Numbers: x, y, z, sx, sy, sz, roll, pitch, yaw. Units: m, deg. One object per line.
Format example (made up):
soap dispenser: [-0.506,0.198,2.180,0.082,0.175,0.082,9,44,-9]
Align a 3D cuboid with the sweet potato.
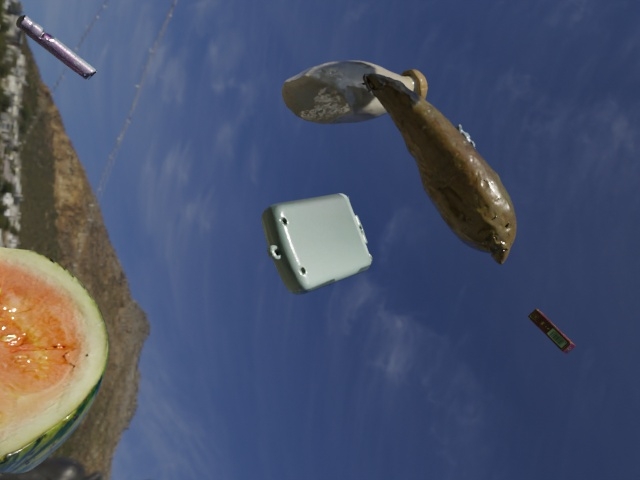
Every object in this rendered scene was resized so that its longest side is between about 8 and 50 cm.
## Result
sweet potato: [0.227,-0.144,1.075,0.130,0.130,0.423,-39,-100,42]

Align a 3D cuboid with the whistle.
whistle: [-0.549,-0.400,1.219,0.033,0.176,0.033,-19,-126,28]

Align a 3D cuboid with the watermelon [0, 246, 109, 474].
watermelon: [-0.290,0.099,0.600,0.303,0.128,0.159,49,-17,33]

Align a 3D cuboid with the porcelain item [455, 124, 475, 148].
porcelain item: [0.390,-0.273,1.577,0.083,0.028,0.036,56,-23,-2]

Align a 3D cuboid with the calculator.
calculator: [0.000,0.000,0.905,0.045,0.246,0.141,-24,-95,35]

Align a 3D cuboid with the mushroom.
mushroom: [0.081,-0.301,1.192,0.128,0.350,0.128,14,-72,49]

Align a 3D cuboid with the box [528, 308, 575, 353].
box: [0.402,0.158,1.015,0.023,0.051,0.082,-46,-122,10]
